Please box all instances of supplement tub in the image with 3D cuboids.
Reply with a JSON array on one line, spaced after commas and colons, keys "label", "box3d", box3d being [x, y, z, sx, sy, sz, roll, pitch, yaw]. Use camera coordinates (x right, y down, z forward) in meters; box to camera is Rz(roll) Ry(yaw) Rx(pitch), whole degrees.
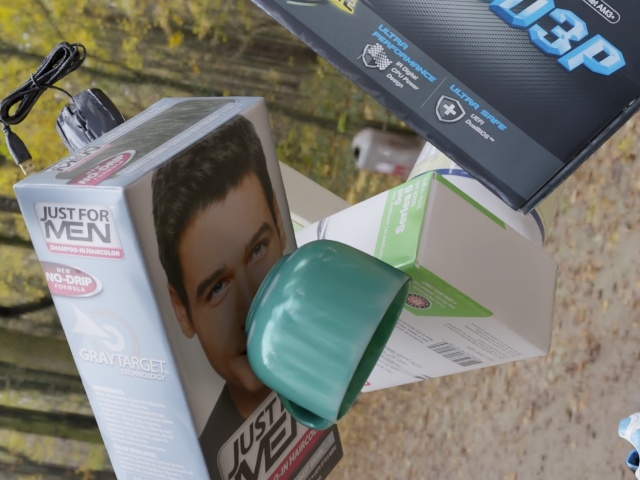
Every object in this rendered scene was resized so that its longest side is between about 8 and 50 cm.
[{"label": "supplement tub", "box3d": [0.273, -0.105, 1.520, 0.235, 0.236, 0.324, 104, -168, -54]}]

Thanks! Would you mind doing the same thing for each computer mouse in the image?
[{"label": "computer mouse", "box3d": [-0.348, -0.133, 1.344, 0.184, 0.262, 0.060, -36, 2, 12]}]

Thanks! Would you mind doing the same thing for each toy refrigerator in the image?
[{"label": "toy refrigerator", "box3d": [0.000, 0.000, 1.350, 0.102, 0.270, 0.094, -57, 3, 40]}]

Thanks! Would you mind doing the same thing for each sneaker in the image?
[{"label": "sneaker", "box3d": [0.496, 0.341, 1.374, 0.085, 0.086, 0.237, -51, -57, -47]}]

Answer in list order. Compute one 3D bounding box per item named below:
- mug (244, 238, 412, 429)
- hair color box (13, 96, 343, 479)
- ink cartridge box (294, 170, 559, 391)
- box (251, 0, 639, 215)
[{"label": "mug", "box3d": [-0.006, 0.076, 0.752, 0.157, 0.097, 0.129, -64, -11, 5]}, {"label": "hair color box", "box3d": [-0.100, 0.084, 0.810, 0.185, 0.114, 0.374, -44, -51, -48]}, {"label": "ink cartridge box", "box3d": [0.079, 0.058, 1.009, 0.273, 0.198, 0.114, -21, 45, 46]}, {"label": "box", "box3d": [0.073, -0.140, 0.459, 0.175, 0.220, 0.051, -49, 4, 40]}]
